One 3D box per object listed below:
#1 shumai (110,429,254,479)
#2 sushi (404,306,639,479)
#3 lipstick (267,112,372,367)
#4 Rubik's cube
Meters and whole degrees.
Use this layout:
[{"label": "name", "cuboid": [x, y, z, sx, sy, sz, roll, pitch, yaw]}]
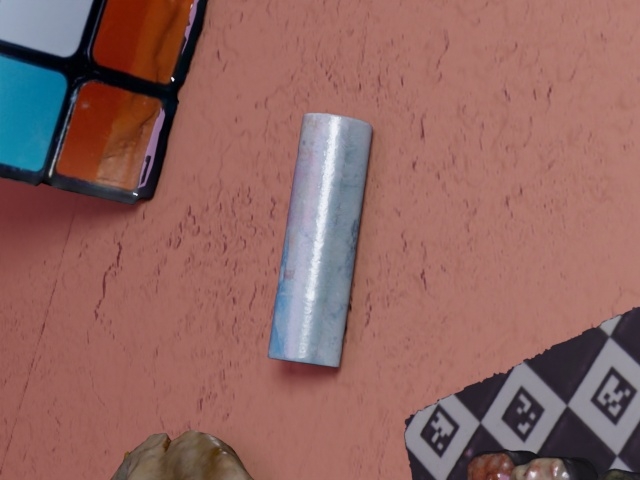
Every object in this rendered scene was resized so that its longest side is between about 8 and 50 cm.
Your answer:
[{"label": "shumai", "cuboid": [-0.126, 0.219, 1.244, 0.201, 0.120, 0.201, -15, 70, 49]}, {"label": "sushi", "cuboid": [0.122, 0.168, 1.032, 0.219, 0.047, 0.231, -30, 60, 40]}, {"label": "lipstick", "cuboid": [0.000, 0.000, 1.207, 0.048, 0.048, 0.158, 3, 83, 48]}, {"label": "Rubik's cube", "cuboid": [-0.212, -0.141, 1.378, 0.167, 0.180, 0.183, 22, 100, 49]}]
